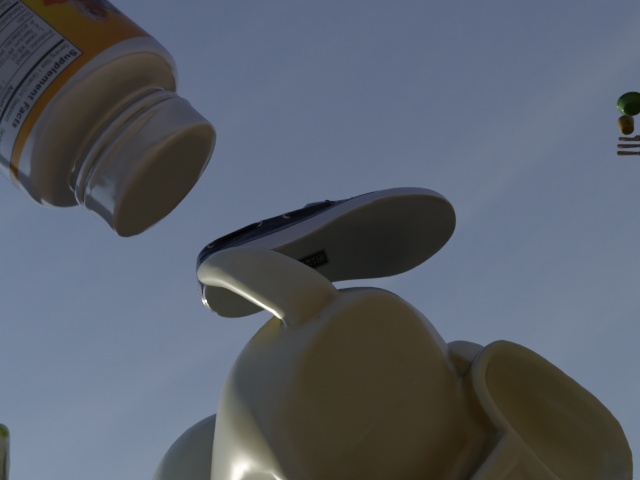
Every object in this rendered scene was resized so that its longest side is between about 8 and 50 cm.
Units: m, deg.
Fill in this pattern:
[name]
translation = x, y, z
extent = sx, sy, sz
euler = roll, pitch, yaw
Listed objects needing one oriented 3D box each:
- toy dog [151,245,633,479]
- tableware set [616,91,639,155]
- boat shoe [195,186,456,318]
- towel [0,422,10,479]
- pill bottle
[toy dog]
translation = -0.019, 0.224, 1.089
extent = 0.284, 0.395, 0.408
euler = -54, 7, -35
[tableware set]
translation = 0.456, -0.154, 1.641
extent = 0.154, 0.024, 0.104
euler = 0, -48, 5
[boat shoe]
translation = 0.000, 0.000, 1.096
extent = 0.228, 0.076, 0.080
euler = -22, -57, -6
[towel]
translation = -0.427, 0.282, 0.938
extent = 0.374, 0.321, 0.090
euler = 5, -22, -15
[pill bottle]
translation = -0.166, -0.099, 0.743
extent = 0.117, 0.215, 0.117
euler = -46, -14, -15
